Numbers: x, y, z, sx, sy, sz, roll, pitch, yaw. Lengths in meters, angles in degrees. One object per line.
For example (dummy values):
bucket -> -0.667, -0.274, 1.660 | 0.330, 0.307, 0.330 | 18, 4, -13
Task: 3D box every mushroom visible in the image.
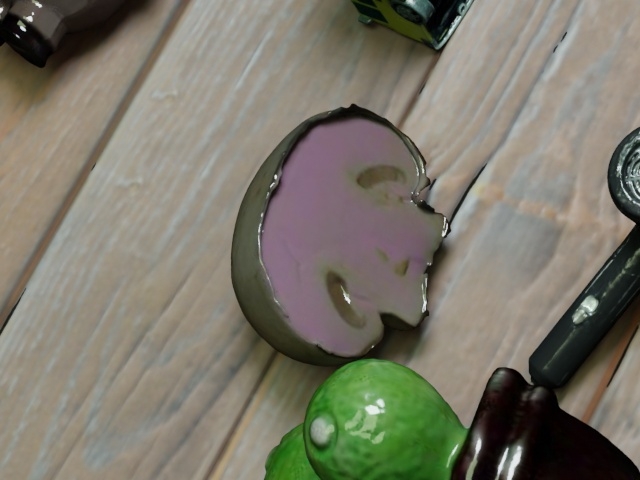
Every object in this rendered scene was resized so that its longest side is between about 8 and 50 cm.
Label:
mushroom -> 0.000, 0.000, 1.175 | 0.117, 0.141, 0.188 | -11, 55, 52

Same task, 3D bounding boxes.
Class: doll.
doll -> -0.193, -0.267, 1.348 | 0.182, 0.117, 0.257 | 28, 82, 32

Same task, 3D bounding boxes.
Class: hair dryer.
hair dryer -> 0.198, 0.024, 1.106 | 0.071, 0.124, 0.219 | 44, 103, 31

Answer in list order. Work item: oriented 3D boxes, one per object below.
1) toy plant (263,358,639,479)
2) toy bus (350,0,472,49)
toy plant -> 0.075, 0.161, 1.044 | 0.235, 0.218, 0.175 | 20, 62, 8
toy bus -> 0.049, -0.226, 1.219 | 0.101, 0.175, 0.088 | 25, 78, 33
